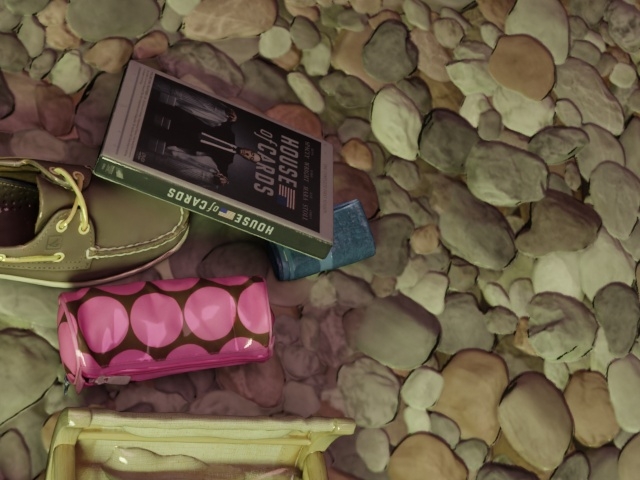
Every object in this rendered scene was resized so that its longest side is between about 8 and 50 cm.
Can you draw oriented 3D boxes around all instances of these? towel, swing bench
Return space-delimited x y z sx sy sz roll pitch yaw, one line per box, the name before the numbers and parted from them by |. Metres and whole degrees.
towel | 0.000 0.000 1.135 0.119 0.029 0.067 -15 80 -26
swing bench | -0.109 0.281 0.926 0.253 0.165 0.254 6 65 -20

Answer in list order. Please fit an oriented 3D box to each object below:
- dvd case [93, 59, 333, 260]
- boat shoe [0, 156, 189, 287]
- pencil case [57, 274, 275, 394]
dvd case | -0.097 -0.083 1.075 0.239 0.029 0.179 21 36 -15
boat shoe | -0.270 -0.023 0.990 0.324 0.097 0.116 0 72 -23
pencil case | -0.142 0.088 1.013 0.209 0.095 0.098 -7 41 -23
